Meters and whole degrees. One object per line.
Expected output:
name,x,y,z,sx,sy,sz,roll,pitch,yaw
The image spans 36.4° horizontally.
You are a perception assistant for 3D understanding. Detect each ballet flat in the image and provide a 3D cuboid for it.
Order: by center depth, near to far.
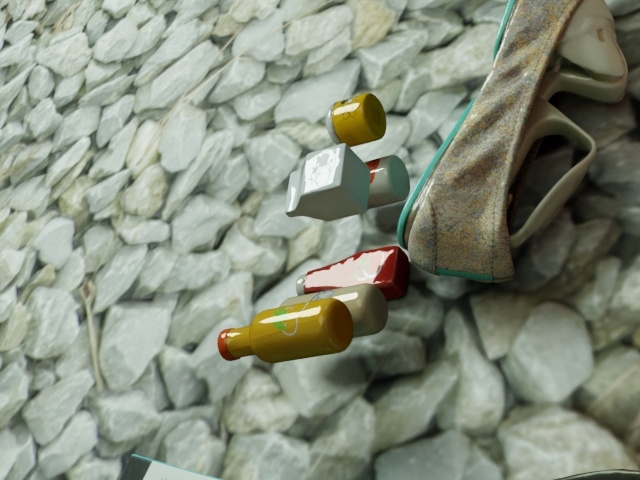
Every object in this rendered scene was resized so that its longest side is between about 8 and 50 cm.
ballet flat,0.170,-0.104,0.744,0.106,0.107,0.316,21,78,25

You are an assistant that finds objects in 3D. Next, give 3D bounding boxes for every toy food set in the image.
toy food set,0.000,0.000,0.774,0.104,0.111,0.232,-13,55,31

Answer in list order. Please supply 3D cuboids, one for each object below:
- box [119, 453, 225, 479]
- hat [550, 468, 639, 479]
box,-0.064,0.225,0.677,0.244,0.060,0.101,1,58,45
hat,0.126,0.256,0.380,0.331,0.134,0.331,2,92,45
